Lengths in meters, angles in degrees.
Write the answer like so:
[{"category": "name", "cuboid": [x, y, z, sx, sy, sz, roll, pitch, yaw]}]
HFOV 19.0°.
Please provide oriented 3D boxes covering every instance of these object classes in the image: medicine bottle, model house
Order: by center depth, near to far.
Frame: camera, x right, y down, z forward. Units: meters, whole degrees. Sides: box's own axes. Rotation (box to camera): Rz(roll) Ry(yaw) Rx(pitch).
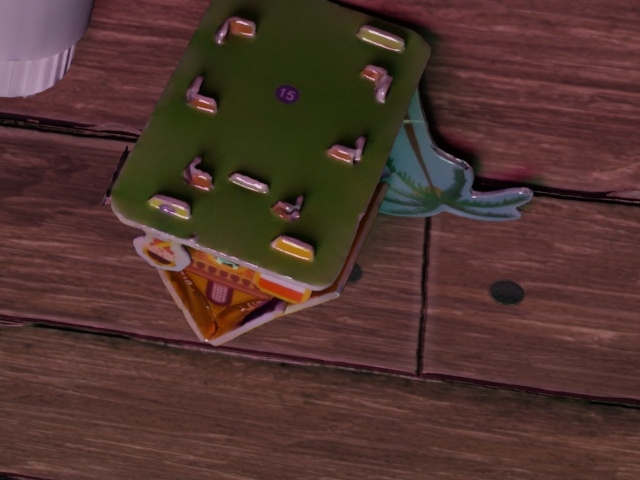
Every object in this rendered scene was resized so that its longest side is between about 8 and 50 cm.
[{"category": "medicine bottle", "cuboid": [-0.257, -0.280, 1.637, 0.158, 0.158, 0.318, 18, 134, -2]}, {"category": "model house", "cuboid": [0.000, 0.000, 1.753, 0.340, 0.300, 0.323, 20, 145, 4]}]
